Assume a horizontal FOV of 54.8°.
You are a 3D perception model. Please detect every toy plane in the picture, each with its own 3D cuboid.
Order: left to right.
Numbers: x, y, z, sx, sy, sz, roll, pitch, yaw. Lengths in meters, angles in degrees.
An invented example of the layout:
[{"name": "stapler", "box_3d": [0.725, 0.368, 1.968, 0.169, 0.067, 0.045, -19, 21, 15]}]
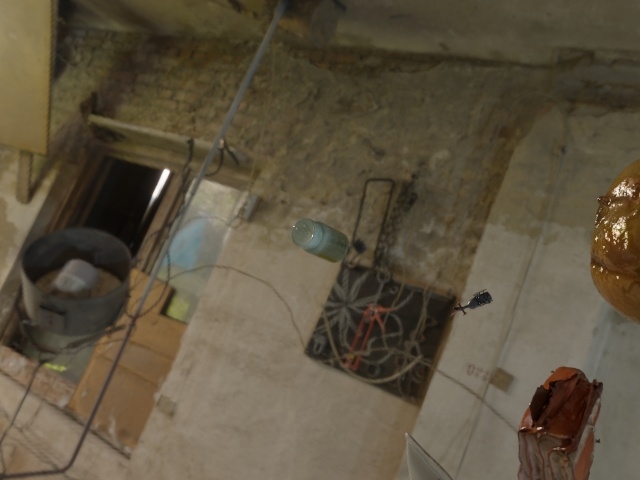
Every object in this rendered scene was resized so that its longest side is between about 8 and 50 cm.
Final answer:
[{"name": "toy plane", "box_3d": [0.409, 0.170, 1.654, 0.037, 0.145, 0.060, 62, 156, 19]}]

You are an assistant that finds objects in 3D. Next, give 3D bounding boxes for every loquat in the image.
[{"name": "loquat", "box_3d": [0.533, 0.002, 0.869, 0.283, 0.276, 0.276, 15, 168, 24]}]

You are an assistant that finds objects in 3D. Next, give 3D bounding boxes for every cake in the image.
[{"name": "cake", "box_3d": [0.322, 0.281, 0.828, 0.098, 0.135, 0.287, 14, 132, 29]}]

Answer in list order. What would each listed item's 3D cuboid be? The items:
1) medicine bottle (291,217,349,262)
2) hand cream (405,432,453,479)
[{"name": "medicine bottle", "box_3d": [0.000, 0.000, 0.857, 0.047, 0.047, 0.083, 14, 174, 39]}, {"name": "hand cream", "box_3d": [0.190, 0.433, 0.837, 0.185, 0.118, 0.359, 43, 154, 53]}]
